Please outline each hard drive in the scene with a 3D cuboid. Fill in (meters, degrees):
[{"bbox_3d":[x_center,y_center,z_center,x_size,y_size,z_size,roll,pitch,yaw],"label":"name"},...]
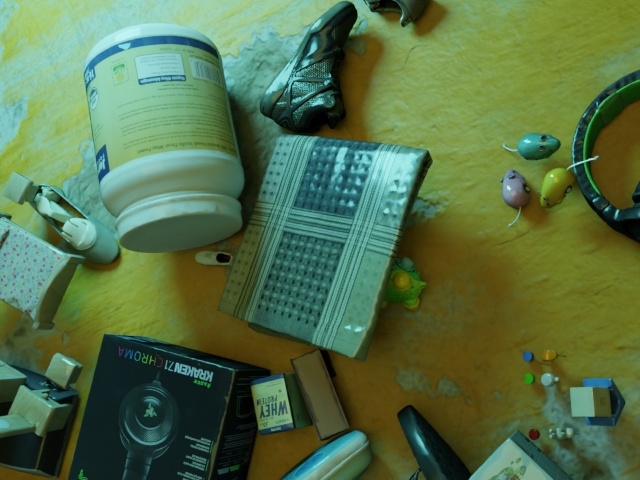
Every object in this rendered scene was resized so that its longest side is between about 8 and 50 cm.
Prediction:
[{"bbox_3d":[-0.561,0.312,1.288,0.255,0.054,0.171,12,84,21],"label":"hard drive"}]

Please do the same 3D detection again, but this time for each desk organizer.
[{"bbox_3d":[0.004,0.232,1.105,0.050,0.047,0.130,-25,73,11],"label":"desk organizer"}]

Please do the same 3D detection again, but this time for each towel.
[{"bbox_3d":[0.000,0.000,1.097,0.312,0.056,0.324,13,80,42],"label":"towel"}]

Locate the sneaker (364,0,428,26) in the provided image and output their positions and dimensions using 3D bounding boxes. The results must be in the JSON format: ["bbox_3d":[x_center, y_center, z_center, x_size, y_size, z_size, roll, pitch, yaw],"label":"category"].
[{"bbox_3d":[0.084,-0.415,1.182,0.188,0.066,0.071,34,94,22],"label":"sneaker"}]

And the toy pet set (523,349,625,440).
[{"bbox_3d":[0.346,0.211,0.992,0.114,0.065,0.122,-17,68,52],"label":"toy pet set"}]

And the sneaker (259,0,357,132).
[{"bbox_3d":[0.014,-0.268,1.173,0.130,0.087,0.227,36,92,15],"label":"sneaker"}]

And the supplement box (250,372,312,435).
[{"bbox_3d":[-0.059,0.248,1.104,0.056,0.083,0.083,-17,75,16],"label":"supplement box"}]

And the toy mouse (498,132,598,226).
[{"bbox_3d":[0.296,-0.102,1.045,0.161,0.031,0.143,-58,44,30],"label":"toy mouse"}]

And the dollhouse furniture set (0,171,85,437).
[{"bbox_3d":[-0.507,0.092,1.178,0.303,0.174,0.355,25,92,21],"label":"dollhouse furniture set"}]

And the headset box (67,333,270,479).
[{"bbox_3d":[-0.240,0.310,1.133,0.247,0.131,0.282,12,85,22],"label":"headset box"}]

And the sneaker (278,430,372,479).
[{"bbox_3d":[-0.004,0.442,1.043,0.319,0.127,0.208,-42,86,-3],"label":"sneaker"}]

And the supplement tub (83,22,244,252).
[{"bbox_3d":[-0.247,-0.157,1.167,0.228,0.228,0.316,-17,75,16],"label":"supplement tub"}]

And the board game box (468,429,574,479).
[{"bbox_3d":[0.320,0.372,0.871,0.303,0.224,0.097,42,94,22],"label":"board game box"}]

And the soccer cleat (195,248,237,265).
[{"bbox_3d":[-0.175,0.029,1.211,0.083,0.036,0.029,6,82,20],"label":"soccer cleat"}]

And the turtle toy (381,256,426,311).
[{"bbox_3d":[0.095,0.056,1.087,0.130,0.095,0.066,5,62,21],"label":"turtle toy"}]

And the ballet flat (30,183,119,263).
[{"bbox_3d":[-0.451,-0.029,1.303,0.213,0.068,0.072,38,94,21],"label":"ballet flat"}]

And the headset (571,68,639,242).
[{"bbox_3d":[0.495,-0.080,0.911,0.243,0.185,0.394,-45,58,7],"label":"headset"}]

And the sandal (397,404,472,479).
[{"bbox_3d":[0.201,0.424,0.933,0.107,0.167,0.445,-33,72,7],"label":"sandal"}]
